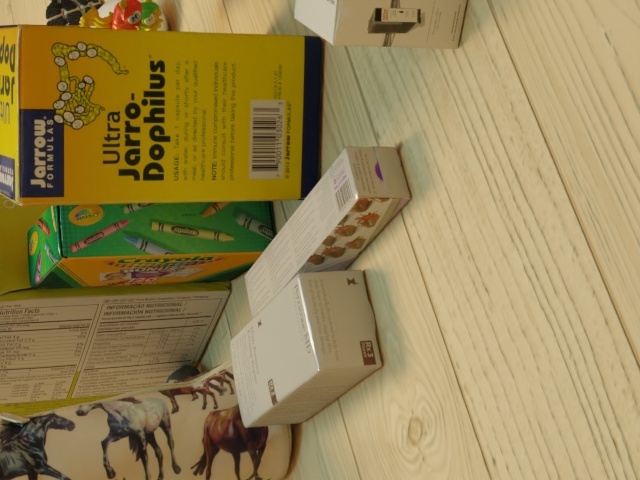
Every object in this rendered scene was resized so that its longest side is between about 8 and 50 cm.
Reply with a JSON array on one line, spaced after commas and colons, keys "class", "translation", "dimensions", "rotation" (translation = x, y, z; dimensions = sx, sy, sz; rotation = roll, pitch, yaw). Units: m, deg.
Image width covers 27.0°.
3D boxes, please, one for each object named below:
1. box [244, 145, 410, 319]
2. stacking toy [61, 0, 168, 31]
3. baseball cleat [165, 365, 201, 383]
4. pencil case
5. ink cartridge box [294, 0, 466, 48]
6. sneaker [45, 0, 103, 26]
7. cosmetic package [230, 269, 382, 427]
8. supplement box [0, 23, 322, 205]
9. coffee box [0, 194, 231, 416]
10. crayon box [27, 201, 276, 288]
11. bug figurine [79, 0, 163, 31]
[{"class": "box", "translation": [0.000, 0.000, 1.484], "dimensions": [0.324, 0.063, 0.067], "rotation": [129, 135, -54]}, {"class": "stacking toy", "translation": [-0.397, -0.216, 2.112], "dimensions": [0.480, 0.350, 0.351], "rotation": [-35, 58, 37]}, {"class": "baseball cleat", "translation": [-0.174, 0.223, 1.835], "dimensions": [0.109, 0.072, 0.206], "rotation": [-40, 17, 24]}, {"class": "pencil case", "translation": [-0.236, 0.255, 1.635], "dimensions": [0.160, 0.410, 0.184], "rotation": [-153, 51, -69]}, {"class": "ink cartridge box", "translation": [0.055, -0.223, 1.268], "dimensions": [0.099, 0.135, 0.056], "rotation": [-134, 47, -55]}, {"class": "sneaker", "translation": [-0.433, -0.390, 2.375], "dimensions": [0.110, 0.107, 0.275], "rotation": [87, 168, -49]}, {"class": "cosmetic package", "translation": [-0.022, 0.127, 1.517], "dimensions": [0.231, 0.085, 0.117], "rotation": [132, 131, -57]}, {"class": "supplement box", "translation": [-0.197, -0.147, 1.552], "dimensions": [0.194, 0.356, 0.195], "rotation": [-164, 74, -63]}, {"class": "coffee box", "translation": [-0.368, 0.046, 1.945], "dimensions": [0.334, 0.338, 0.338], "rotation": [-63, 38, 44]}, {"class": "crayon box", "translation": [-0.215, 0.001, 1.688], "dimensions": [0.165, 0.278, 0.081], "rotation": [148, 118, -62]}, {"class": "bug figurine", "translation": [-0.184, -0.339, 1.727], "dimensions": [0.072, 0.279, 0.216], "rotation": [46, 172, -4]}]
